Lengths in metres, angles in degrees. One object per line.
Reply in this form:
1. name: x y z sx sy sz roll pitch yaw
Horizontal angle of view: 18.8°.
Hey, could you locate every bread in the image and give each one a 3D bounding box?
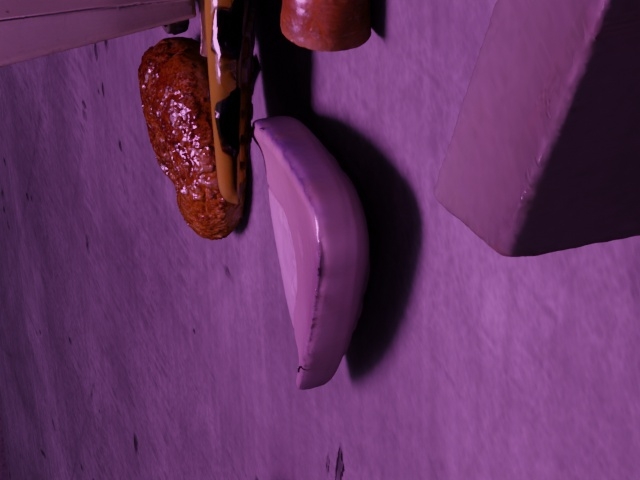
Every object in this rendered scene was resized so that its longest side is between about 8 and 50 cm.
1. bread: -0.115 -0.090 1.688 0.193 0.064 0.193 166 90 -76

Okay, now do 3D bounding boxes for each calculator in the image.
1. calculator: -0.066 -0.141 1.448 0.157 0.033 0.236 -90 -1 -69

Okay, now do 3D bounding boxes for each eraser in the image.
1. eraser: 0.136 -0.097 0.758 0.352 0.111 0.077 105 152 -57
2. eraser: 0.001 0.000 1.346 0.243 0.059 0.204 153 108 -79

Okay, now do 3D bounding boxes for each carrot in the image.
1. carrot: 0.013 -0.219 1.199 0.061 0.061 0.209 -120 29 -48

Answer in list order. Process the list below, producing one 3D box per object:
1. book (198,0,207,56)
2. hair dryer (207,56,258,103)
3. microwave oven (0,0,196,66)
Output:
1. book: -0.095 -0.259 1.523 0.138 0.016 0.198 -96 3 -64
2. hair dryer: -0.075 -0.155 1.580 0.079 0.031 0.083 138 128 -59
3. microwave oven: -0.256 -0.324 1.587 0.394 0.247 0.333 -122 24 -70
